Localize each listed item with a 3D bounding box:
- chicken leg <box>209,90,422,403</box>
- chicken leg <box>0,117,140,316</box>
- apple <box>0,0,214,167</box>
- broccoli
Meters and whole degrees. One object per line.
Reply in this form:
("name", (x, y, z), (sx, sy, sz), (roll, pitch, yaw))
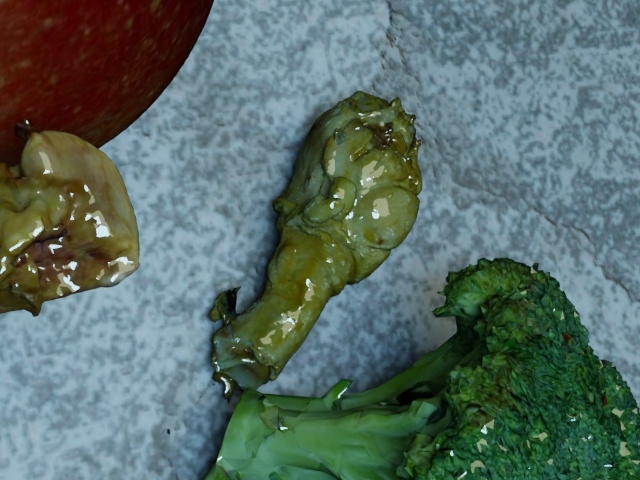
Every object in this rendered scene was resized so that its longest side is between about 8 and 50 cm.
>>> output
("chicken leg", (0.000, 0.000, 0.949), (0.088, 0.103, 0.228), (44, 65, -31))
("chicken leg", (-0.258, 0.076, 0.704), (0.182, 0.409, 0.295), (-102, 165, -49))
("apple", (-0.195, -0.194, 0.744), (0.277, 0.348, 0.348), (-24, 91, -17))
("broccoli", (0.070, 0.155, 0.879), (0.275, 0.308, 0.308), (19, 68, 2))
